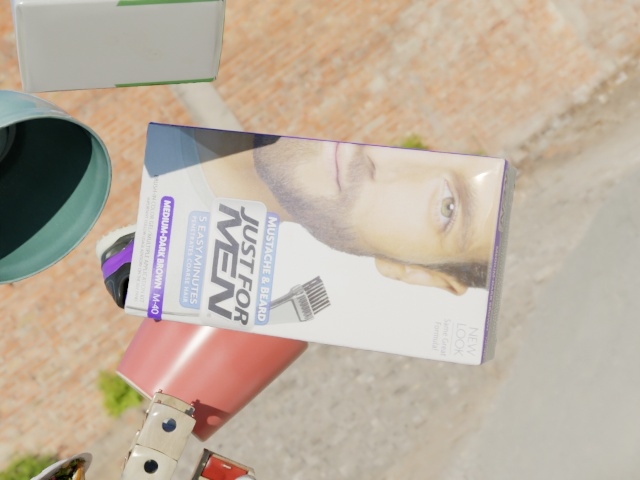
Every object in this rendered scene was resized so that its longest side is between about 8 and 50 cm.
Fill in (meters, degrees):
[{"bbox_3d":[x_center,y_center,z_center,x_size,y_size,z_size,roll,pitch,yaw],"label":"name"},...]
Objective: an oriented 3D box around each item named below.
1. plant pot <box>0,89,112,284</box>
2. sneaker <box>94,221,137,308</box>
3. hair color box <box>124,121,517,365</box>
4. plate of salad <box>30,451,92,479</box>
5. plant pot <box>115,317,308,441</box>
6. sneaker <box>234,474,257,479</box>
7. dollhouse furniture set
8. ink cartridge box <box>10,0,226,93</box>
[{"bbox_3d":[-0.489,-0.107,1.752,0.293,0.196,0.293,-29,-38,-26],"label":"plant pot"},{"bbox_3d":[-0.203,0.020,1.790,0.293,0.146,0.102,-27,-37,16],"label":"sneaker"},{"bbox_3d":[0.000,0.000,1.090,0.338,0.185,0.110,7,0,14],"label":"hair color box"},{"bbox_3d":[-0.443,0.419,1.899,0.200,0.048,0.200,-40,-15,-13],"label":"plate of salad"},{"bbox_3d":[-0.197,0.189,1.993,0.243,0.275,0.275,-52,8,-12],"label":"plant pot"},{"bbox_3d":[-0.021,0.318,1.128,0.115,0.232,0.090,-46,-5,-9],"label":"sneaker"},{"bbox_3d":[-0.179,0.314,1.690,0.129,0.183,0.129,-177,111,-83],"label":"dollhouse furniture set"},{"bbox_3d":[-0.170,-0.217,0.924,0.153,0.208,0.087,-6,-42,-14],"label":"ink cartridge box"}]
